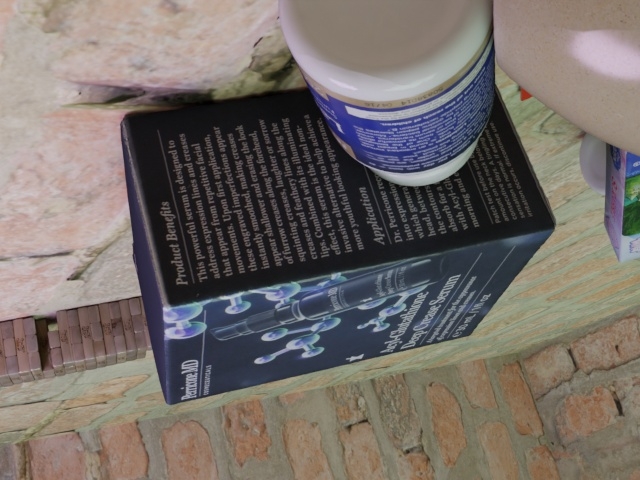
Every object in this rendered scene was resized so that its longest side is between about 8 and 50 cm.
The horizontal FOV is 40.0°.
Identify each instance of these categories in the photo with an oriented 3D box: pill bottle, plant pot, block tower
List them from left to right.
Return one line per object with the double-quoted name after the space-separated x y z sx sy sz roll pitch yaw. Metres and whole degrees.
-0.442 0.172 1.436 0.335 0.091 0.097 -10 164 -16 "block tower"
0.067 -0.141 0.720 0.153 0.153 0.265 -17 163 7 "pill bottle"
0.214 -0.179 0.577 0.190 0.284 0.284 2 168 15 "plant pot"
0.464 -0.122 1.229 0.184 0.103 0.103 -9 163 -22 "pill bottle"

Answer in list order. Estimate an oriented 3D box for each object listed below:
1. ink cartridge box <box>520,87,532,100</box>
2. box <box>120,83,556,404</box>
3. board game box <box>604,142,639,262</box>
0.395 -0.223 0.856 0.384 0.091 0.308 -18 164 7 "ink cartridge box"
0.000 0.000 0.968 0.395 0.212 0.293 -11 155 -14 "box"
0.486 -0.100 0.990 0.318 0.066 0.318 -17 154 11 "board game box"
